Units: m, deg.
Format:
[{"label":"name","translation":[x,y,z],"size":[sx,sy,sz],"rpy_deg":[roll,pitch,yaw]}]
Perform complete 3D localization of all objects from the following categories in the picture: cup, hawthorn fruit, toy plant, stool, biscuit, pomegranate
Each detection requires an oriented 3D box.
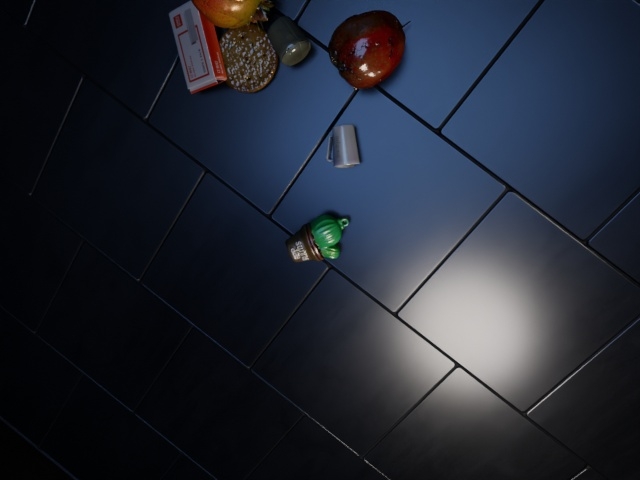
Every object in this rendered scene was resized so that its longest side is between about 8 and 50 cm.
[{"label":"cup","translation":[0.058,-0.264,1.174],"size":[0.104,0.074,0.116],"rpy_deg":[1,102,42]},{"label":"hawthorn fruit","translation":[0.134,-0.503,1.047],"size":[0.235,0.181,0.181],"rpy_deg":[-40,93,-2]},{"label":"toy plant","translation":[0.000,0.000,1.232],"size":[0.201,0.105,0.142],"rpy_deg":[-22,106,5]},{"label":"stool","translation":[-0.087,-0.542,1.120],"size":[0.096,0.096,0.110],"rpy_deg":[-34,90,18]},{"label":"biscuit","translation":[-0.212,-0.523,1.187],"size":[0.188,0.027,0.187],"rpy_deg":[3,104,11]},{"label":"pomegranate","translation":[-0.233,-0.657,1.069],"size":[0.235,0.210,0.210],"rpy_deg":[29,110,-19]}]

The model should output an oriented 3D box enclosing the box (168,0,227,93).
[{"label":"box","translation":[-0.351,-0.552,1.183],"size":[0.123,0.050,0.229],"rpy_deg":[-4,104,34]}]
